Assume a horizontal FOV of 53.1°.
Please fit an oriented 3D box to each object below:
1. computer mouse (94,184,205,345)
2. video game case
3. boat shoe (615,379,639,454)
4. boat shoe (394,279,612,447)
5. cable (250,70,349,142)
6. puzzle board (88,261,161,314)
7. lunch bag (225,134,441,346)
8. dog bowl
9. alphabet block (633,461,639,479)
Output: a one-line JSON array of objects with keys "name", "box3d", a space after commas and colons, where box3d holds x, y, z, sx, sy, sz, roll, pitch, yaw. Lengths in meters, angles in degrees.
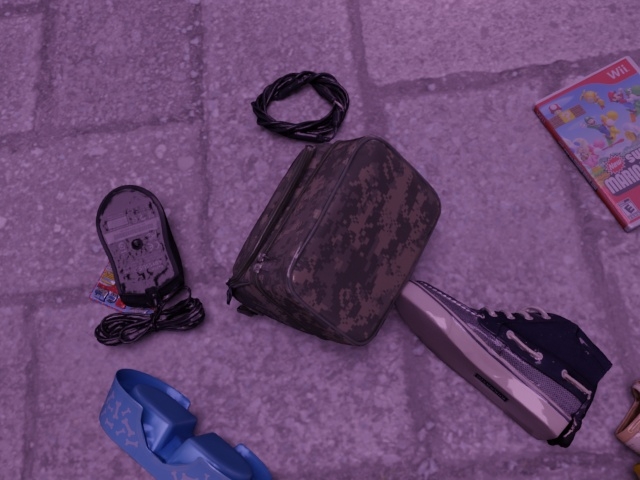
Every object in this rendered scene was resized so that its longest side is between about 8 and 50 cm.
[{"name": "computer mouse", "box3d": [-0.313, 0.039, 1.118, 0.189, 0.072, 0.272, -14, 80, -2]}, {"name": "video game case", "box3d": [0.543, -0.177, 1.133, 0.204, 0.025, 0.285, -27, 69, -4]}, {"name": "boat shoe", "box3d": [0.497, 0.235, 0.962, 0.059, 0.063, 0.170, 29, 76, 10]}, {"name": "boat shoe", "box3d": [0.281, 0.148, 0.999, 0.340, 0.127, 0.158, 42, 73, 11]}, {"name": "cable", "box3d": [-0.041, -0.261, 1.217, 0.185, 0.047, 0.150, 10, 71, 10]}, {"name": "puzzle board", "box3d": [-0.337, 0.083, 1.140, 0.128, 0.011, 0.096, 21, 73, 13]}, {"name": "lunch bag", "box3d": [0.000, 0.000, 1.024, 0.213, 0.256, 0.305, 38, 71, -28]}, {"name": "dog bowl", "box3d": [-0.209, 0.310, 0.967, 0.297, 0.166, 0.074, 33, 88, 17]}, {"name": "alphabet block", "box3d": [0.575, 0.342, 0.834, 0.193, 0.193, 0.197, -21, 68, -13]}]
